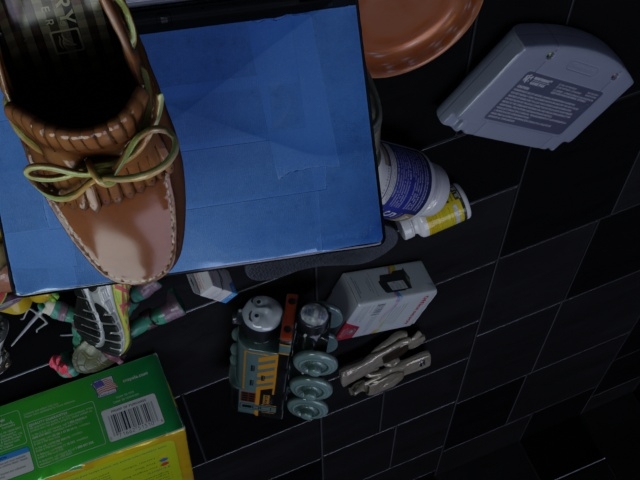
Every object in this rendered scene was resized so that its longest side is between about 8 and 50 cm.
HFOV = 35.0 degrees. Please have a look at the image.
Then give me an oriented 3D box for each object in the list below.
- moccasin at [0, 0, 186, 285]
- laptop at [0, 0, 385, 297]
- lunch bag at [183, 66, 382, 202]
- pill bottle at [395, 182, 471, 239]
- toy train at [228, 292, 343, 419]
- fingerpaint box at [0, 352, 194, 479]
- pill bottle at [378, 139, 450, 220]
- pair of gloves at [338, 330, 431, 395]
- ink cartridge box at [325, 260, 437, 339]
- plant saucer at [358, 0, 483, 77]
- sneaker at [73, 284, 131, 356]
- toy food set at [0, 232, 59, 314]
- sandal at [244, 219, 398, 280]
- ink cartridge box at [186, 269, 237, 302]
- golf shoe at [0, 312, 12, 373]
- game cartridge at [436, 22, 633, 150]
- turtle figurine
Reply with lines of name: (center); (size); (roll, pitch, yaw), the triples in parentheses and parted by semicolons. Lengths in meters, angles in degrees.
moccasin: (-0.185, -0.111, 0.808); (0.139, 0.147, 0.380); (-7, 128, -5)
laptop: (-0.135, -0.156, 0.888); (0.381, 0.236, 0.408); (-9, 156, -4)
lunch bag: (-0.091, -0.105, 1.171); (0.305, 0.213, 0.256); (-19, 155, -7)
pill bottle: (0.183, -0.044, 1.665); (0.116, 0.065, 0.065); (-24, 152, -6)
toy train: (-0.067, 0.210, 1.795); (0.190, 0.142, 0.334); (7, 145, -1)
fingerpaint box: (-0.461, 0.408, 1.800); (0.444, 0.163, 0.371); (-18, 151, -13)
pill bottle: (0.101, -0.086, 1.474); (0.186, 0.112, 0.112); (8, 137, -47)
pair of gloves: (0.139, 0.265, 2.191); (0.204, 0.042, 0.240); (-29, 154, -1)
ink cartridge box: (0.106, 0.110, 1.858); (0.175, 0.072, 0.127); (-8, 147, -30)
plant saucer: (0.102, -0.278, 1.224); (0.200, 0.037, 0.200); (-19, 151, -11)
sneaker: (-0.286, 0.068, 1.388); (0.094, 0.081, 0.209); (-48, 145, -46)
toy food set: (-0.397, 0.051, 1.287); (0.128, 0.071, 0.218); (-47, 158, 3)
sandal: (-0.001, 0.000, 1.615); (0.254, 0.054, 0.097); (-10, 142, -10)
ink cartridge box: (-0.169, 0.063, 1.572); (0.028, 0.048, 0.083); (-36, 151, 18)
golf shoe: (-0.482, 0.153, 1.458); (0.198, 0.077, 0.094); (-44, 164, 35)
game cartridge: (0.327, -0.224, 1.491); (0.294, 0.060, 0.196); (4, 143, -45)
turtle figurine: (-0.323, 0.133, 1.504); (0.234, 0.118, 0.175); (-32, 152, 0)
